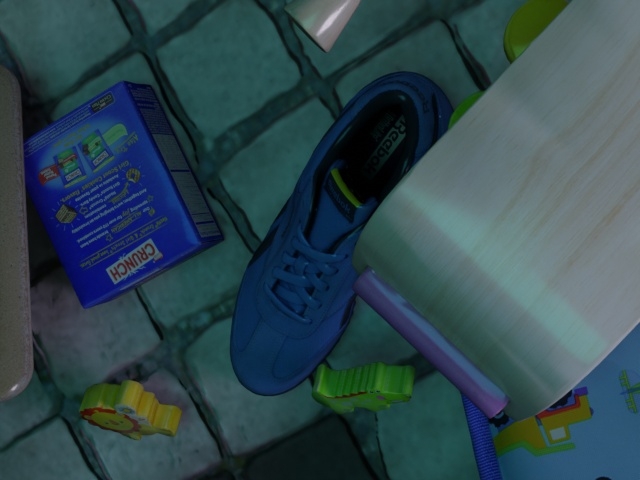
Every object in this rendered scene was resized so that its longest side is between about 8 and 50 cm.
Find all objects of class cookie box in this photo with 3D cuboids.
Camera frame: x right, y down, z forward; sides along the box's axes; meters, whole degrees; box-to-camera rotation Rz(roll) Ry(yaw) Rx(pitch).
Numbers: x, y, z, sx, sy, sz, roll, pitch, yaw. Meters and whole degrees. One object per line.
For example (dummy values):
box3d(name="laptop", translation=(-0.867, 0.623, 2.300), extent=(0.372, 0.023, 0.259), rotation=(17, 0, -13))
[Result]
box3d(name="cookie box", translation=(-0.122, -0.027, 0.640), extent=(0.092, 0.040, 0.107), rotation=(-27, 86, 19))

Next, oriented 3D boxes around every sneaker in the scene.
box3d(name="sneaker", translation=(0.000, 0.000, 0.584), extent=(0.069, 0.082, 0.209), rotation=(34, 106, 10))

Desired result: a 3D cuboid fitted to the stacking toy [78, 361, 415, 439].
box3d(name="stacking toy", translation=(-0.062, 0.147, 0.559), extent=(0.221, 0.052, 0.167), rotation=(-12, 50, 33))

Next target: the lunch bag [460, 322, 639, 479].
box3d(name="lunch bag", translation=(0.199, 0.127, 0.515), extent=(0.221, 0.138, 0.293), rotation=(-19, 77, 19))

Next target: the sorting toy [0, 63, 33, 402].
box3d(name="sorting toy", translation=(-0.267, 0.062, 0.627), extent=(0.229, 0.041, 0.307), rotation=(-19, 67, 25))

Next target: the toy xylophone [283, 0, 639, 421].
box3d(name="toy xylophone", translation=(0.135, -0.083, 0.492), extent=(0.322, 0.081, 0.236), rotation=(-38, 82, 2))
